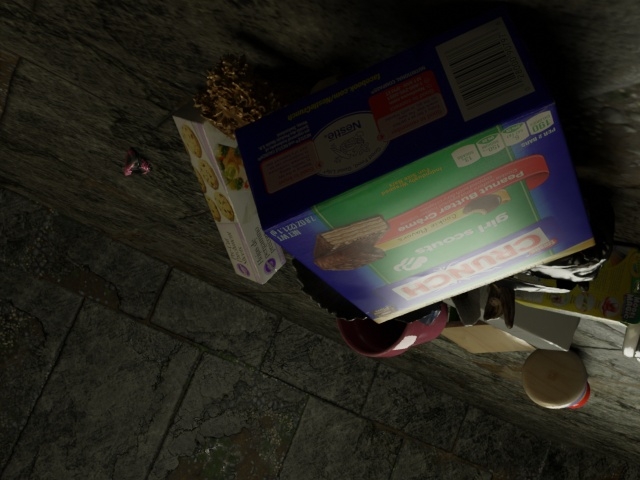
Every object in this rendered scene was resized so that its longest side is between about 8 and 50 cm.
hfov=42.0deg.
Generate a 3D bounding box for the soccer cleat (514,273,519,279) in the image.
[{"bbox_3d":[0.356,0.050,1.237,0.196,0.068,0.076,13,168,28],"label":"soccer cleat"}]

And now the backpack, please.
[{"bbox_3d":[0.254,-0.010,1.018,0.182,0.115,0.152,7,154,10],"label":"backpack"}]

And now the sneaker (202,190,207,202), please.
[{"bbox_3d":[-0.078,-0.086,1.361,0.302,0.108,0.121,11,159,27],"label":"sneaker"}]

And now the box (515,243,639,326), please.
[{"bbox_3d":[0.362,0.053,1.137,0.179,0.105,0.043,11,171,42],"label":"box"}]

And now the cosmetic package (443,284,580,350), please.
[{"bbox_3d":[0.305,0.082,1.348,0.231,0.117,0.085,27,168,-15],"label":"cosmetic package"}]

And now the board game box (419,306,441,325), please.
[{"bbox_3d":[0.093,0.033,1.441,0.243,0.165,0.042,26,124,-19],"label":"board game box"}]

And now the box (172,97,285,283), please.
[{"bbox_3d":[-0.133,-0.071,1.271,0.067,0.063,0.324,22,143,35],"label":"box"}]

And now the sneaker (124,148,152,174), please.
[{"bbox_3d":[-0.372,-0.158,1.715,0.057,0.047,0.119,10,175,-15],"label":"sneaker"}]

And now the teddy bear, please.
[{"bbox_3d":[-0.031,-0.150,1.026,0.245,0.113,0.338,33,173,-13],"label":"teddy bear"}]

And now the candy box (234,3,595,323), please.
[{"bbox_3d":[0.110,-0.048,0.830,0.268,0.122,0.317,-23,153,14],"label":"candy box"}]

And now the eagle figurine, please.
[{"bbox_3d":[0.127,0.003,1.164,0.298,0.225,0.226,9,-173,9],"label":"eagle figurine"}]

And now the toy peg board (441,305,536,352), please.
[{"bbox_3d":[0.359,0.177,1.797,0.160,0.079,0.161,-10,149,40],"label":"toy peg board"}]

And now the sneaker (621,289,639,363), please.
[{"bbox_3d":[0.547,0.150,1.258,0.146,0.105,0.295,13,170,32],"label":"sneaker"}]

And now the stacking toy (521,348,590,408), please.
[{"bbox_3d":[0.578,0.340,1.963,0.141,0.141,0.330,15,171,30],"label":"stacking toy"}]

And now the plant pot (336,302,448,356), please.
[{"bbox_3d":[0.162,0.143,1.723,0.201,0.201,0.180,11,179,43],"label":"plant pot"}]
